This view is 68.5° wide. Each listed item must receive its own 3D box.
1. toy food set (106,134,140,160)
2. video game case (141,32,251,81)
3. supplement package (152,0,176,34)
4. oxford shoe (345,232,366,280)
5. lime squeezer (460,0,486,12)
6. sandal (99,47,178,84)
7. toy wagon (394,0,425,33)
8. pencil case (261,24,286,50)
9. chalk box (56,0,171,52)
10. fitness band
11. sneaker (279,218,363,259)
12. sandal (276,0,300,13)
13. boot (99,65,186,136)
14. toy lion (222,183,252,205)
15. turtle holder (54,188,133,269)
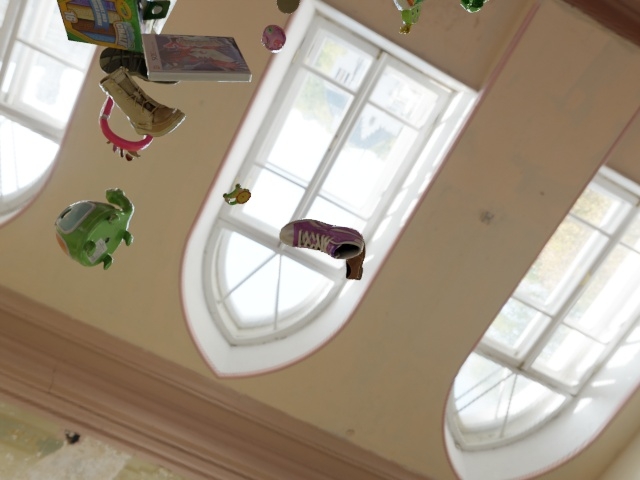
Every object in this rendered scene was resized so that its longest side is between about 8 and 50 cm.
[{"bbox_3d":[-0.794,-0.367,1.891,0.122,0.078,0.019,51,-164,-35],"label":"toy food set"},{"bbox_3d":[-0.263,-0.386,0.986,0.201,0.023,0.183,-6,-134,-21],"label":"video game case"},{"bbox_3d":[-0.598,-0.859,1.690,0.105,0.179,0.105,29,-179,-11],"label":"supplement package"},{"bbox_3d":[0.147,0.070,2.035,0.076,0.212,0.076,3,-176,-26],"label":"oxford shoe"},{"bbox_3d":[0.470,-0.744,1.414,0.310,0.110,0.059,-12,-101,-46],"label":"lime squeezer"},{"bbox_3d":[-0.598,-0.595,1.591,0.302,0.120,0.086,13,-178,12],"label":"sandal"},{"bbox_3d":[0.271,-0.795,1.385,0.068,0.344,0.267,17,-136,32],"label":"toy wagon"},{"bbox_3d":[-0.231,-0.990,2.316,0.124,0.124,0.284,25,-164,-15],"label":"pencil case"},{"bbox_3d":[-0.599,-0.698,1.400,0.288,0.179,0.180,8,-123,-9],"label":"chalk box"},{"bbox_3d":[-0.755,-0.489,1.871,0.209,0.054,0.291,28,-129,-33],"label":"fitness band"},{"bbox_3d":[0.000,-0.001,1.516,0.282,0.102,0.161,2,-160,2],"label":"sneaker"},{"bbox_3d":[-0.093,-0.882,1.592,0.088,0.079,0.240,20,163,-3],"label":"sandal"},{"bbox_3d":[-0.536,-0.418,1.405,0.262,0.095,0.203,12,145,43],"label":"boot"},{"bbox_3d":[-0.324,-0.173,1.862,0.034,0.100,0.096,54,180,36],"label":"toy lion"},{"bbox_3d":[-0.891,-0.066,1.853,0.227,0.320,0.243,27,180,10],"label":"turtle holder"}]
